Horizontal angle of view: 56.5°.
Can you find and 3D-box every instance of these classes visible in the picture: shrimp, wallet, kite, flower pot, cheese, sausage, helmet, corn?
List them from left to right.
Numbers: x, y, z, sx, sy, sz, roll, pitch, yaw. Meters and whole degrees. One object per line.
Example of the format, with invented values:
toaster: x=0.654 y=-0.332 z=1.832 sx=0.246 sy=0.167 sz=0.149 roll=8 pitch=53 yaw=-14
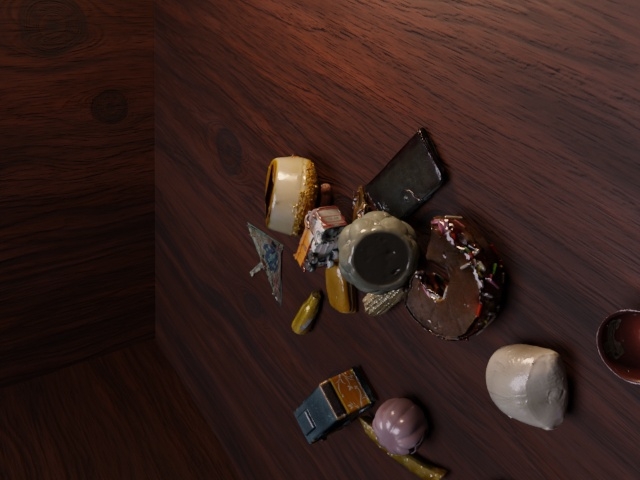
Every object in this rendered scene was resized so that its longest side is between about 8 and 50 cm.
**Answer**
kite: x=-0.237 y=0.092 z=2.568 sx=0.368 sy=0.014 sz=0.406 roll=-40 pitch=70 yaw=54
sausage: x=0.008 y=-0.124 z=2.084 sx=0.047 sy=0.040 sz=0.177 roll=17 pitch=131 yaw=1
shrimp: x=0.157 y=-0.032 z=1.872 sx=0.152 sy=0.062 sz=0.288 roll=-2 pitch=90 yaw=41
flower pot: x=0.166 y=0.036 z=1.724 sx=0.195 sy=0.245 sz=0.246 roll=-102 pitch=2 yaw=-82
corn: x=0.214 y=0.172 z=1.878 sx=0.211 sy=0.087 sz=0.087 roll=-41 pitch=69 yaw=47
wallet: x=0.241 y=-0.167 z=1.722 sx=0.318 sy=0.045 sz=0.173 roll=-45 pitch=64 yaw=55
cheese: x=0.498 y=0.349 z=1.456 sx=0.189 sy=0.154 sz=0.198 roll=16 pitch=117 yaw=59
helmet: x=0.661 y=0.200 z=1.191 sx=0.175 sy=0.106 sz=0.155 roll=-15 pitch=90 yaw=53

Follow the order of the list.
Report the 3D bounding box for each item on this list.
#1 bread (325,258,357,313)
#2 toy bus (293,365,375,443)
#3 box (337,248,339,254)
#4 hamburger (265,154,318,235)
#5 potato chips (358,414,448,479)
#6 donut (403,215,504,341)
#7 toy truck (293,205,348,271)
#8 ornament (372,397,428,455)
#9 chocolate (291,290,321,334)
bread: x=0.071 y=0.164 z=2.092 sx=0.115 sy=0.077 sz=0.201 roll=12 pitch=113 yaw=45
toy bus: x=0.044 y=0.616 z=2.202 sx=0.162 sy=0.194 sz=0.323 roll=59 pitch=144 yaw=21
box: x=0.107 y=0.032 z=1.982 sx=0.084 sy=0.069 sz=0.123 roll=-36 pitch=73 yaw=57
hamburger: x=-0.096 y=-0.157 z=2.064 sx=0.294 sy=0.178 sz=0.276 roll=-98 pitch=17 yaw=-52
potato chips: x=0.273 y=0.717 z=2.027 sx=0.406 sy=0.057 sz=0.080 roll=22 pitch=115 yaw=50
donut: x=0.365 y=0.115 z=1.576 sx=0.259 sy=0.136 sz=0.345 roll=41 pitch=135 yaw=38
toy truck: x=0.000 y=0.000 z=1.973 sx=0.135 sy=0.114 sz=0.271 roll=64 pitch=150 yaw=30
ornament: x=0.261 y=0.595 z=1.919 sx=0.177 sy=0.177 sz=0.178 roll=28 pitch=125 yaw=48
chocolate: x=-0.050 y=0.276 z=2.311 sx=0.086 sy=0.085 sz=0.219 roll=53 pitch=140 yaw=30
